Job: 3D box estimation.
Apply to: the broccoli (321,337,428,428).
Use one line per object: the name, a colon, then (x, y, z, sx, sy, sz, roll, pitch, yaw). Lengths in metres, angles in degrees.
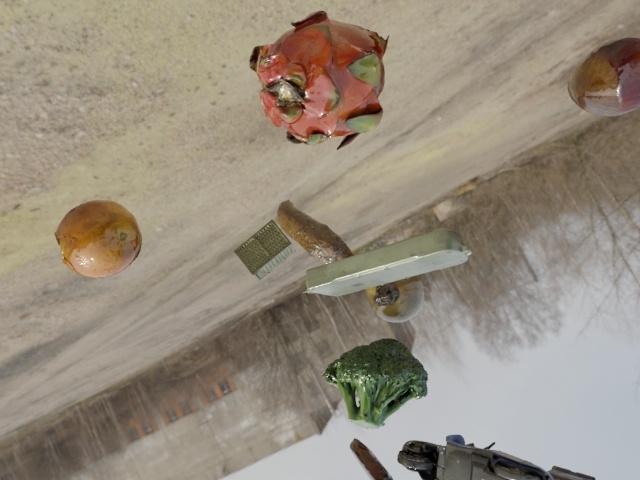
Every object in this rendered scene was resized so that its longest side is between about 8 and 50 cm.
broccoli: (0.154, 0.379, 1.366, 0.261, 0.242, 0.269, -8, 145, 46)

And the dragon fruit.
dragon fruit: (0.000, -0.264, 0.858, 0.227, 0.224, 0.224, -30, 175, -23)

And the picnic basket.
picnic basket: (-0.211, 0.045, 1.979, 0.196, 0.134, 0.154, -40, 162, -8)

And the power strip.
power strip: (0.072, 0.033, 0.625, 0.226, 0.029, 0.080, -18, 158, 27)

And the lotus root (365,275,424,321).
lotus root: (0.211, 0.150, 1.481, 0.182, 0.183, 0.310, -29, 166, 13)

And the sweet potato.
sweet potato: (-0.003, -0.001, 1.348, 0.092, 0.341, 0.114, -54, 160, 11)

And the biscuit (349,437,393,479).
biscuit: (0.133, 0.538, 1.166, 0.049, 0.192, 0.192, -33, 175, -15)

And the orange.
orange: (-0.665, -0.007, 1.527, 0.239, 0.240, 0.240, -27, 173, -3)

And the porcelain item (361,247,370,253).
porcelain item: (0.179, 0.060, 2.059, 0.036, 0.028, 0.083, -33, -169, 32)

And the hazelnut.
hazelnut: (0.650, -0.364, 1.134, 0.202, 0.170, 0.161, -98, -150, -76)

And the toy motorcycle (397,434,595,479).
toy motorcycle: (0.333, 0.474, 1.020, 0.358, 0.125, 0.212, 2, 169, 43)
